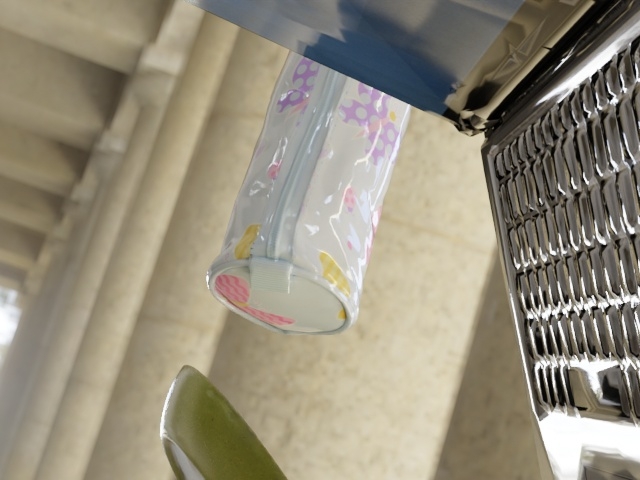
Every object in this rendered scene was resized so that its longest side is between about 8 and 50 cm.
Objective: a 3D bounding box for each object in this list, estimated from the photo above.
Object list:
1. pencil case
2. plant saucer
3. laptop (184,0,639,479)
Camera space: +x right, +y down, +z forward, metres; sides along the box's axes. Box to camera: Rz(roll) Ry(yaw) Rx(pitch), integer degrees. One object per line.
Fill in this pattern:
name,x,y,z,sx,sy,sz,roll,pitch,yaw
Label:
pencil case,0.005,-0.065,1.202,0.114,0.273,0.124,18,-25,-1
plant saucer,-0.037,0.189,1.017,0.241,0.037,0.241,53,-15,21
laptop,0.000,0.000,0.638,0.236,0.407,0.382,-10,-4,-3
